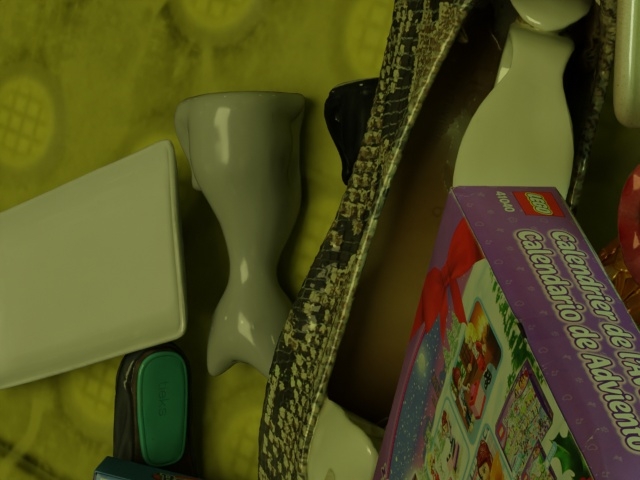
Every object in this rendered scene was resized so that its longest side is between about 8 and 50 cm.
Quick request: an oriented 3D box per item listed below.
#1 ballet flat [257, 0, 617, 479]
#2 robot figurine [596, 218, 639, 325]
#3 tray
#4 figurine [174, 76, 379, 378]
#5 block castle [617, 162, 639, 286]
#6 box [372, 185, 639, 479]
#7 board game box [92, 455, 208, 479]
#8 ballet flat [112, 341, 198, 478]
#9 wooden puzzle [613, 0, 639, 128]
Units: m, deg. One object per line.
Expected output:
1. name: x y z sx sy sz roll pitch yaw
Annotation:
1. ballet flat: 0.069 0.040 0.864 0.164 0.182 0.482 12 97 -10
2. robot figurine: 0.286 -0.011 0.830 0.291 0.085 0.211 -45 67 24
3. tray: -0.183 0.027 1.146 0.270 0.030 0.145 -18 73 43
4. figurine: 0.000 0.000 1.026 0.215 0.092 0.209 -1 92 35
5. block castle: 0.270 0.176 0.696 0.303 0.213 0.453 9 103 23
6. box: 0.080 0.150 0.679 0.201 0.057 0.293 -110 25 -50
7. board game box: -0.101 0.274 1.060 0.160 0.047 0.210 14 96 2
8. ballet flat: -0.127 0.171 1.118 0.074 0.074 0.203 5 97 34
9. wooden puzzle: 0.258 -0.157 0.695 0.239 0.044 0.221 -2 111 0
